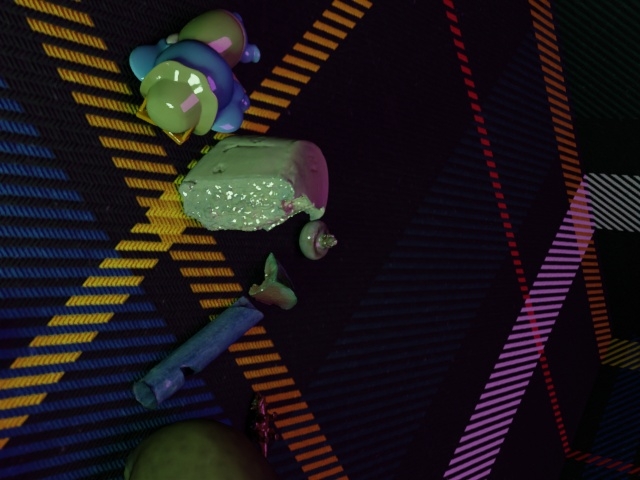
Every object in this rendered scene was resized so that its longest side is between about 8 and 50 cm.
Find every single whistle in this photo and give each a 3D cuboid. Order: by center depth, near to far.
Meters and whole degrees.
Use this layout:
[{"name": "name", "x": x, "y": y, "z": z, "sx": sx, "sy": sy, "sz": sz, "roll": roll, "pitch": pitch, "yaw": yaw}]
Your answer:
[{"name": "whistle", "x": -0.211, "y": 0.193, "z": 1.512, "sx": 0.304, "sy": 0.062, "sz": 0.062, "roll": -38, "pitch": 126, "yaw": -46}]

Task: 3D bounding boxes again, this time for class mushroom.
[{"name": "mushroom", "x": 0.000, "y": 0.000, "z": 1.762, "sx": 0.085, "sy": 0.079, "sz": 0.085, "roll": -20, "pitch": 113, "yaw": -59}]

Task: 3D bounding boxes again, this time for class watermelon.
[{"name": "watermelon", "x": -0.087, "y": 0.088, "z": 1.689, "sx": 0.155, "sy": 0.080, "sz": 0.101, "roll": 41, "pitch": 28, "yaw": -48}]

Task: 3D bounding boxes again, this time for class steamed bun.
[{"name": "steamed bun", "x": -0.097, "y": -0.084, "z": 1.479, "sx": 0.200, "sy": 0.226, "sz": 0.170, "roll": -51, "pitch": 135, "yaw": -40}]

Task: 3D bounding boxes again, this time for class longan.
[{"name": "longan", "x": -0.200, "y": 0.458, "z": 1.387, "sx": 0.319, "sy": 0.319, "sz": 0.318, "roll": -14, "pitch": 108, "yaw": -54}]

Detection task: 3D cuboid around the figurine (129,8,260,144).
[{"name": "figurine", "x": -0.187, "y": -0.270, "z": 1.386, "sx": 0.262, "sy": 0.154, "sz": 0.180, "roll": -44, "pitch": 119, "yaw": -38}]

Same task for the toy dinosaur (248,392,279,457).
[{"name": "toy dinosaur", "x": -0.117, "y": 0.381, "z": 1.684, "sx": 0.049, "sy": 0.055, "sz": 0.154, "roll": 2, "pitch": 86, "yaw": -58}]
